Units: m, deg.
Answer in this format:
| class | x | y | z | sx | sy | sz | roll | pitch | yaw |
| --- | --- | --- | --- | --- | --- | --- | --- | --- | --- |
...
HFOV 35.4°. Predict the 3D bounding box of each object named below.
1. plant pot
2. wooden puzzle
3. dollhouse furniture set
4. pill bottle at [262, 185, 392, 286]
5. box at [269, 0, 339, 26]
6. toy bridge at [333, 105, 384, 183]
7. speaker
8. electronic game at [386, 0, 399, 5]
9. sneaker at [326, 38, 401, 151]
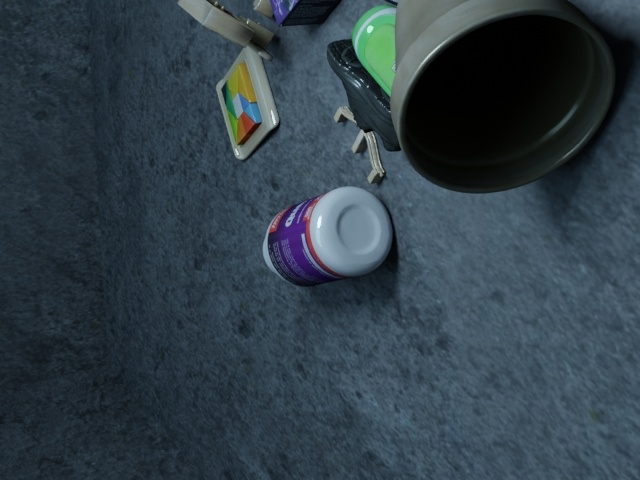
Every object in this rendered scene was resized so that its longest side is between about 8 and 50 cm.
| class | x | y | z | sx | sy | sz | roll | pitch | yaw |
| --- | --- | --- | --- | --- | --- | --- | --- | --- | --- |
| plant pot | 0.236 | -0.280 | 1.509 | 0.280 | 0.323 | 0.323 | -107 | 25 | -43 |
| wooden puzzle | -0.190 | -0.337 | 2.470 | 0.238 | 0.044 | 0.221 | -33 | 70 | 59 |
| dollhouse furniture set | -0.134 | -0.604 | 2.136 | 0.355 | 0.303 | 0.174 | -57 | 40 | 12 |
| pill bottle | 0.000 | 0.000 | 2.106 | 0.323 | 0.181 | 0.182 | -17 | 85 | 60 |
| box | -0.023 | -0.552 | 2.037 | 0.207 | 0.108 | 0.153 | -39 | 65 | 58 |
| toy bridge | 0.085 | -0.203 | 2.046 | 0.188 | 0.026 | 0.063 | 62 | 146 | 27 |
| speaker | 0.172 | -0.291 | 1.761 | 0.296 | 0.131 | 0.131 | 55 | 143 | 36 |
| electronic game | 0.129 | -0.487 | 1.737 | 0.229 | 0.048 | 0.229 | 32 | 161 | 12 |
| sneaker | 0.088 | -0.283 | 1.941 | 0.286 | 0.109 | 0.130 | 59 | 151 | 36 |
